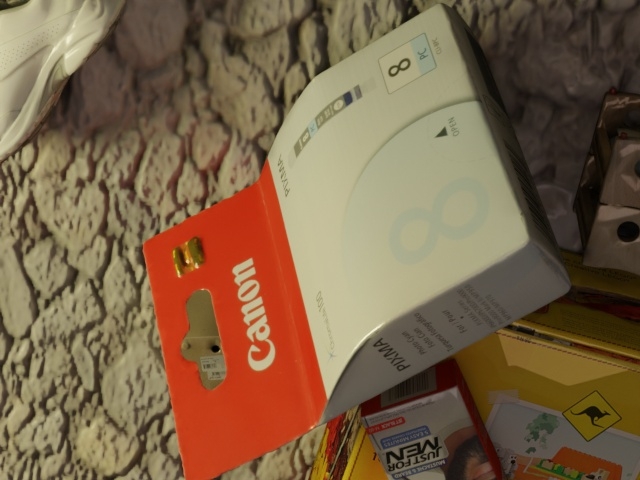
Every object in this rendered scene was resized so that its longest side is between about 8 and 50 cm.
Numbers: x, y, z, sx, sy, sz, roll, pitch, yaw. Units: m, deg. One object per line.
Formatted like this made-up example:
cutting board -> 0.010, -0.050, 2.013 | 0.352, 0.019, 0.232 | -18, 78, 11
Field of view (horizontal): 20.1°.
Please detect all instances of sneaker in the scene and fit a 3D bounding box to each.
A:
sneaker -> -0.283, -0.164, 1.657 | 0.115, 0.090, 0.232 | 37, 102, -7

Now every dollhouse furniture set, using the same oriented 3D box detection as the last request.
dollhouse furniture set -> 0.339, -0.044, 1.651 | 0.184, 0.129, 0.129 | 11, 115, -1

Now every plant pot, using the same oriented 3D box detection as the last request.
plant pot -> -0.095, 0.104, 1.759 | 0.109, 0.096, 0.109 | -3, 116, 4

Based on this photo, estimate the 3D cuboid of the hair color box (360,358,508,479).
hair color box -> 0.108, 0.198, 1.604 | 0.093, 0.053, 0.167 | -20, 114, 11

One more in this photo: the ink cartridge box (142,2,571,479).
ink cartridge box -> 0.000, 0.000, 1.588 | 0.385, 0.308, 0.091 | -29, 136, 14

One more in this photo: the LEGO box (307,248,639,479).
LEGO box -> 0.260, 0.226, 1.746 | 0.500, 0.193, 0.372 | 16, 115, -5
